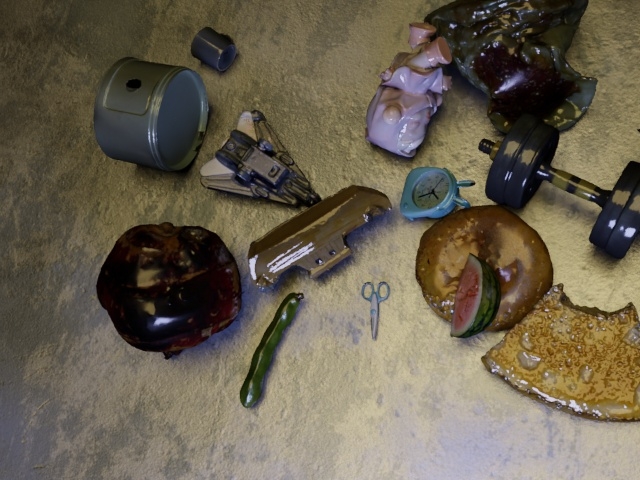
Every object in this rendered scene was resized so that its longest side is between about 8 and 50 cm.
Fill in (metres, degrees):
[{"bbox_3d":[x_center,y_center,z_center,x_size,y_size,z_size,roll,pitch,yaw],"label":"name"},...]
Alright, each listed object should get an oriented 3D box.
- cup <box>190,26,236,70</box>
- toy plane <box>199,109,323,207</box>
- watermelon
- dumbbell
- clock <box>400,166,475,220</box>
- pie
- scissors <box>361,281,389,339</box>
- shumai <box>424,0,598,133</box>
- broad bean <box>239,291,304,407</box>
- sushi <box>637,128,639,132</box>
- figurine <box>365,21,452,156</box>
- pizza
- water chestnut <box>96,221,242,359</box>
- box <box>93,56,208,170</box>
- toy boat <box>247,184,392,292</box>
[{"bbox_3d":[-0.235,-0.441,1.824,0.077,0.078,0.100,34,54,16],"label":"cup"},{"bbox_3d":[-0.086,-0.127,1.670,0.316,0.103,0.204,33,83,21],"label":"toy plane"},{"bbox_3d":[0.300,0.110,1.470,0.069,0.087,0.163,15,86,-21],"label":"watermelon"},{"bbox_3d":[0.471,-0.103,1.479,0.388,0.185,0.185,29,83,20],"label":"dumbbell"},{"bbox_3d":[0.232,-0.093,1.584,0.147,0.045,0.108,2,70,39],"label":"clock"},{"bbox_3d":[0.311,0.054,1.536,0.274,0.069,0.273,-5,75,18],"label":"pie"},{"bbox_3d":[0.107,0.139,1.589,0.058,0.014,0.119,-2,70,18],"label":"scissors"},{"bbox_3d":[0.378,-0.351,1.591,0.330,0.292,0.288,-3,111,23],"label":"shumai"},{"bbox_3d":[-0.102,0.216,1.599,0.053,0.052,0.256,18,78,42],"label":"broad bean"},{"bbox_3d":[0.689,-0.079,1.422,0.050,0.264,0.290,-47,66,38],"label":"sushi"},{"bbox_3d":[0.174,-0.293,1.594,0.133,0.200,0.275,35,127,21],"label":"figurine"},{"bbox_3d":[0.466,0.201,1.441,0.324,0.089,0.223,16,84,16],"label":"pizza"},{"bbox_3d":[-0.300,0.101,1.592,0.289,0.244,0.289,6,67,-14],"label":"water chestnut"},{"bbox_3d":[-0.359,-0.271,1.717,0.150,0.226,0.226,13,77,17],"label":"box"},{"bbox_3d":[0.000,0.000,1.601,0.321,0.089,0.121,-31,112,3],"label":"toy boat"}]
